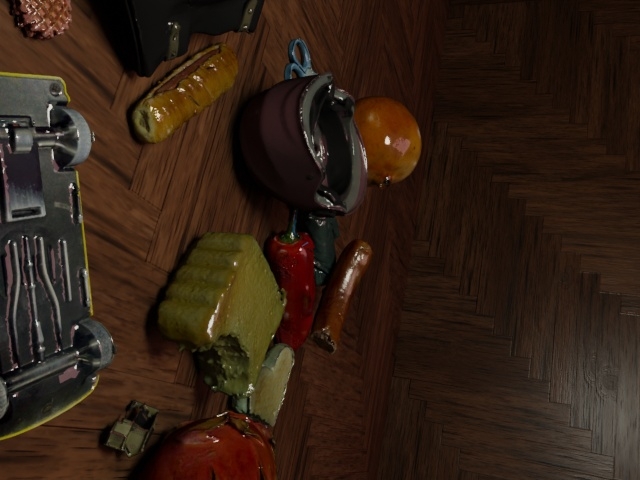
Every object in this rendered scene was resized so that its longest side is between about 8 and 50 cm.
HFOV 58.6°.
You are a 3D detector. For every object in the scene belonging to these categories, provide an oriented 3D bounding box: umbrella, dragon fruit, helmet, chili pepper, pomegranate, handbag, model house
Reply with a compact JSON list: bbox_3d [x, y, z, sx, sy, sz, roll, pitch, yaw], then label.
[{"bbox_3d":[-0.003,0.000,1.443,0.143,0.094,0.348,-28,122,-31],"label":"umbrella"},{"bbox_3d":[-0.181,0.406,0.896,0.315,0.251,0.250,-82,164,-49],"label":"dragon fruit"},{"bbox_3d":[-0.038,-0.184,1.161,0.338,0.197,0.270,36,55,-66],"label":"helmet"},{"bbox_3d":[-0.065,0.094,1.292,0.110,0.110,0.387,-47,141,-59],"label":"chili pepper"},{"bbox_3d":[0.158,-0.266,1.601,0.264,0.265,0.264,5,90,-70],"label":"pomegranate"},{"bbox_3d":[-0.174,-0.395,0.785,0.342,0.152,0.287,-40,151,-41],"label":"handbag"},{"bbox_3d":[-0.281,0.287,0.846,0.083,0.057,0.058,-84,-162,-69],"label":"model house"}]

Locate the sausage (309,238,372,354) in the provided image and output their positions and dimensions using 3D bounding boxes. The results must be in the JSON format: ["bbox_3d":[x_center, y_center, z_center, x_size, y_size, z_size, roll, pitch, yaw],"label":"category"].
[{"bbox_3d":[0.048,0.133,1.396,0.103,0.076,0.302,-34,-151,57],"label":"sausage"}]

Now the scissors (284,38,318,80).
[{"bbox_3d":[-0.021,-0.384,1.398,0.256,0.030,0.125,28,68,-65],"label":"scissors"}]

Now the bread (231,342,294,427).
[{"bbox_3d":[-0.123,0.325,1.245,0.232,0.064,0.172,-38,130,-61],"label":"bread"}]

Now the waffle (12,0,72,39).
[{"bbox_3d":[-0.316,-0.272,0.645,0.075,0.029,0.083,-44,132,-61],"label":"waffle"}]

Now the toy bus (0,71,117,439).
[{"bbox_3d":[-0.313,0.012,0.546,0.144,0.152,0.329,-21,112,-61],"label":"toy bus"}]

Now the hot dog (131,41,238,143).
[{"bbox_3d":[-0.204,-0.239,0.911,0.087,0.061,0.285,91,19,-44],"label":"hot dog"}]

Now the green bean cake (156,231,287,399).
[{"bbox_3d":[-0.170,0.129,0.990,0.236,0.124,0.232,71,30,-47],"label":"green bean cake"}]
